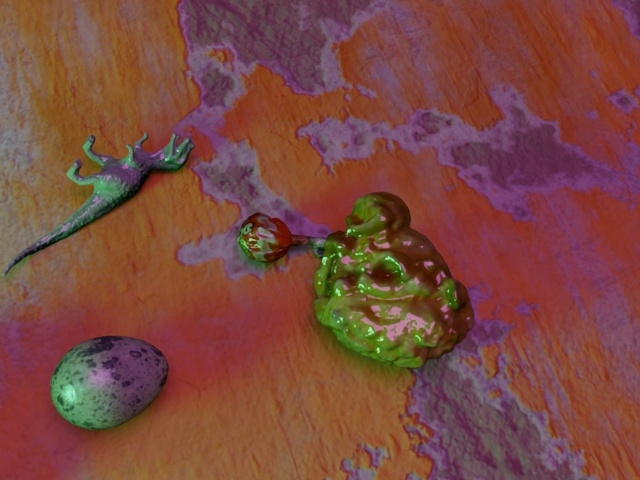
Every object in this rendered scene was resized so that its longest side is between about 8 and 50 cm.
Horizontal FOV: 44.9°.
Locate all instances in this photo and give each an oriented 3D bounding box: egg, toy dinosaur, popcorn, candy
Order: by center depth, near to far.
[{"bbox_3d":[-0.306,0.204,1.133,0.172,0.132,0.132,-14,66,-30],"label":"egg"},{"bbox_3d":[0.096,0.078,1.240,0.225,0.174,0.286,-30,77,-14],"label":"popcorn"},{"bbox_3d":[-0.393,-0.099,1.297,0.383,0.076,0.129,-34,99,-16],"label":"toy dinosaur"},{"bbox_3d":[-0.001,0.000,1.332,0.287,0.078,0.084,2,43,-19],"label":"candy"}]
